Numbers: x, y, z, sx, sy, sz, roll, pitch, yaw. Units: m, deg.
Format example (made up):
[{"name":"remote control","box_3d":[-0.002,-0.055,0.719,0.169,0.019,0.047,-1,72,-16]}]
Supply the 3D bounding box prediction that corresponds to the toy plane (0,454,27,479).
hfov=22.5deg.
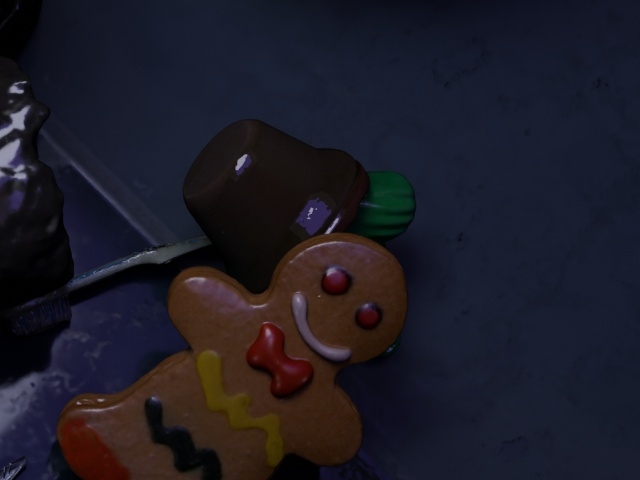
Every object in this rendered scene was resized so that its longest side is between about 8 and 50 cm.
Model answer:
[{"name":"toy plane","box_3d":[-0.228,0.156,1.043,0.078,0.031,0.083,4,67,-25]}]

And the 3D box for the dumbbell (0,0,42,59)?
[{"name":"dumbbell","box_3d":[-0.269,-0.236,1.015,0.203,0.322,0.204,4,69,-12]}]

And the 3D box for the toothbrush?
[{"name":"toothbrush","box_3d":[-0.086,0.005,1.132,0.294,0.026,0.028,-22,95,-19]}]

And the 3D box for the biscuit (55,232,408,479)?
[{"name":"biscuit","box_3d":[-0.046,0.093,1.033,0.250,0.036,0.165,-41,100,5]}]

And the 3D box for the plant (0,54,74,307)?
[{"name":"plant","box_3d":[-0.274,-0.018,1.020,0.234,0.178,0.204,-19,87,-7]}]

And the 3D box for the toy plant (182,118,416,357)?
[{"name":"toy plant","box_3d":[0.000,0.000,1.098,0.200,0.105,0.143,41,83,-30]}]
